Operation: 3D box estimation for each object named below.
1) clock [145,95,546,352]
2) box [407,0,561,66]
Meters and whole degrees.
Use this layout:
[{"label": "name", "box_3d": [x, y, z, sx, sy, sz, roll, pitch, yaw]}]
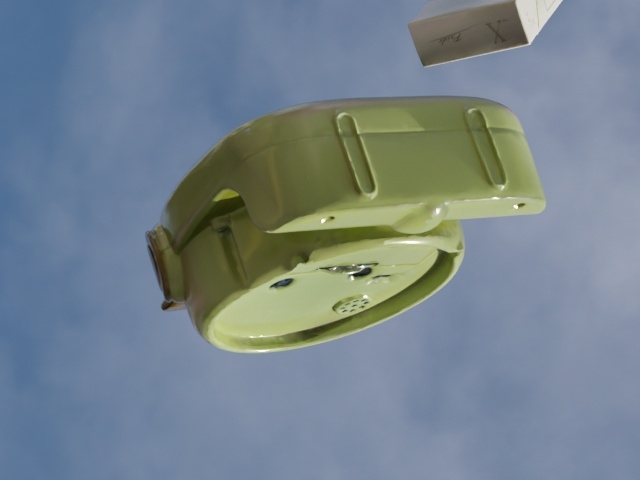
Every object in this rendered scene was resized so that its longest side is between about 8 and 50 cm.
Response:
[{"label": "clock", "box_3d": [0.000, 0.000, 1.651, 0.348, 0.286, 0.117, -43, -121, 51]}, {"label": "box", "box_3d": [0.129, -0.174, 1.355, 0.084, 0.154, 0.040, -7, -66, 28]}]
